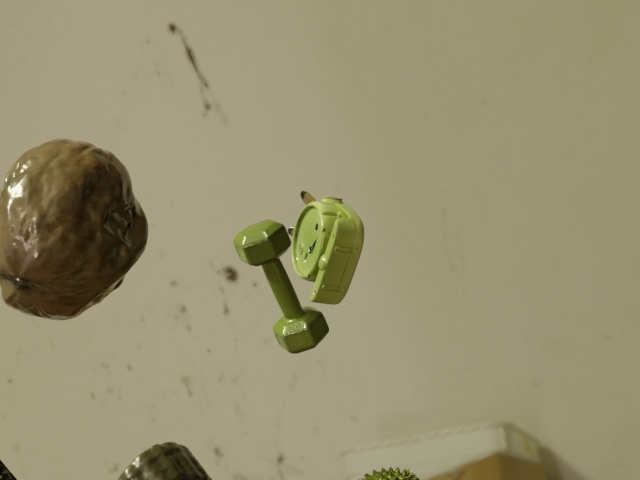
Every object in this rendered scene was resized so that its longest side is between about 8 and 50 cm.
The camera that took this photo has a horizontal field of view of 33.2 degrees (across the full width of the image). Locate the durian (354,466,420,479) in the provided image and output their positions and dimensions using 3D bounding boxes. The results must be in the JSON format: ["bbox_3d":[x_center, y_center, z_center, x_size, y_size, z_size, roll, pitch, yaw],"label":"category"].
[{"bbox_3d":[0.093,0.420,1.613,0.159,0.146,0.198,-16,-44,-18],"label":"durian"}]

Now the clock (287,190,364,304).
[{"bbox_3d":[0.000,0.000,1.970,0.069,0.232,0.170,7,-66,-24],"label":"clock"}]

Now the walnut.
[{"bbox_3d":[-0.379,-0.016,1.602,0.227,0.273,0.273,-8,-7,26],"label":"walnut"}]

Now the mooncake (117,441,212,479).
[{"bbox_3d":[-0.341,0.555,2.314,0.228,0.124,0.228,-35,-35,-29],"label":"mooncake"}]

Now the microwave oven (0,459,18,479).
[{"bbox_3d":[-0.523,0.478,1.731,0.122,0.208,0.162,-34,9,24],"label":"microwave oven"}]

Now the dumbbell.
[{"bbox_3d":[-0.084,0.102,2.347,0.108,0.301,0.121,-30,22,-17],"label":"dumbbell"}]
